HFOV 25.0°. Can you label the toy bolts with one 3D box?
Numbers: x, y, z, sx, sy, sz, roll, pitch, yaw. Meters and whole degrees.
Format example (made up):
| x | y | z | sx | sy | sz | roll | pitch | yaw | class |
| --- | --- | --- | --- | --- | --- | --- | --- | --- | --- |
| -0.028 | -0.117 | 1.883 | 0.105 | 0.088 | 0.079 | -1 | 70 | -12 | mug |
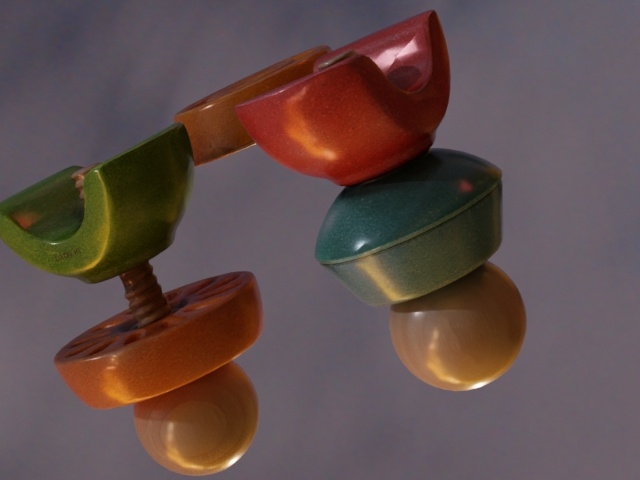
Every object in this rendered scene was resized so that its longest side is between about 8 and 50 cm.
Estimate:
| x | y | z | sx | sy | sz | roll | pitch | yaw | class |
| --- | --- | --- | --- | --- | --- | --- | --- | --- | --- |
| 0.000 | 0.000 | 0.681 | 0.218 | 0.229 | 0.158 | -36 | -75 | -48 | toy bolts |
